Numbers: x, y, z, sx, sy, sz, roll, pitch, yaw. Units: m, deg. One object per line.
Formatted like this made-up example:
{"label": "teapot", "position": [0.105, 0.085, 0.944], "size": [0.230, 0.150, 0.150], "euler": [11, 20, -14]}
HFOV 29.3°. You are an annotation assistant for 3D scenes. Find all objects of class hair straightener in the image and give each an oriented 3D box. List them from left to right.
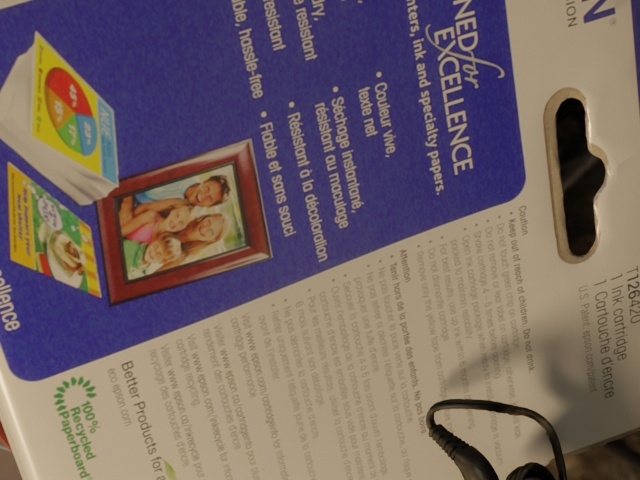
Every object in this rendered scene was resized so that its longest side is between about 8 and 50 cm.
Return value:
{"label": "hair straightener", "position": [0.110, 0.167, 0.581], "size": [0.047, 0.089, 0.230], "euler": [-19, 105, 35]}

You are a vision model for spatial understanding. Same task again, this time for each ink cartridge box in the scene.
{"label": "ink cartridge box", "position": [0.000, 0.000, 0.536], "size": [0.307, 0.072, 0.304], "euler": [-20, 118, -17]}

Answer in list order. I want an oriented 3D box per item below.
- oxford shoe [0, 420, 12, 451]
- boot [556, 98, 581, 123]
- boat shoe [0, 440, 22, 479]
{"label": "oxford shoe", "position": [-0.105, -0.075, 0.586], "size": [0.123, 0.130, 0.348], "euler": [15, 98, -31]}
{"label": "boot", "position": [0.090, -0.232, 0.610], "size": [0.260, 0.131, 0.348], "euler": [-29, 83, 1]}
{"label": "boat shoe", "position": [-0.226, 0.101, 0.640], "size": [0.226, 0.083, 0.076], "euler": [22, 59, 7]}
